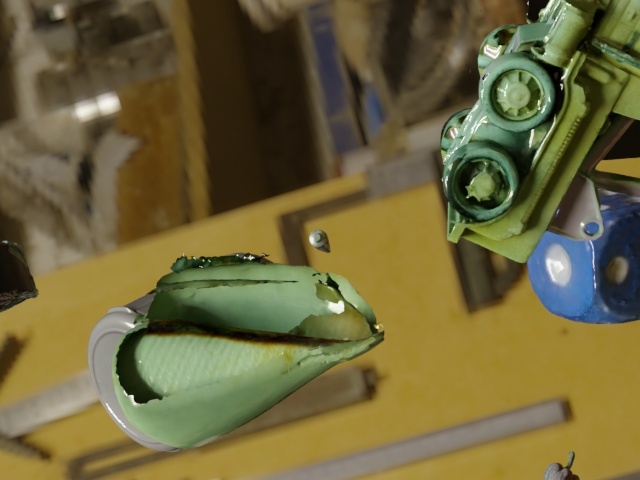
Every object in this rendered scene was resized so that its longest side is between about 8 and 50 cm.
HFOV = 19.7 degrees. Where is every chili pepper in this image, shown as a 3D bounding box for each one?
[{"bbox_3d":[0.227,0.283,1.896,0.153,0.041,0.050,-61,-30,-12],"label":"chili pepper"}]

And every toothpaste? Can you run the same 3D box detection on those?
[{"bbox_3d":[0.000,0.000,1.956,0.027,0.019,0.083,58,-178,5],"label":"toothpaste"}]

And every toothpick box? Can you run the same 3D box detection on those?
[{"bbox_3d":[-0.141,0.139,2.582,0.316,0.229,0.229,-29,-75,-39],"label":"toothpick box"}]

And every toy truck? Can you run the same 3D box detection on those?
[{"bbox_3d":[0.172,-0.112,1.129,0.128,0.135,0.259,-76,8,-72],"label":"toy truck"}]

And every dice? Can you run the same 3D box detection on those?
[{"bbox_3d":[0.344,0.018,2.225,0.146,0.146,0.143,21,115,61],"label":"dice"}]

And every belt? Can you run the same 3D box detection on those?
[{"bbox_3d":[-0.416,0.055,2.190,0.198,0.151,0.078,7,-118,-78],"label":"belt"}]

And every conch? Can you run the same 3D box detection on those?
[{"bbox_3d":[-0.082,0.087,1.670,0.137,0.250,0.143,29,-148,-45],"label":"conch"}]

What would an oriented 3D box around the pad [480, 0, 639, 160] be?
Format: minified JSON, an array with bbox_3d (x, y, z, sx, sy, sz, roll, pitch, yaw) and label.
[{"bbox_3d":[0.277,-0.272,1.966,0.063,0.315,0.375,20,111,55],"label":"pad"}]
